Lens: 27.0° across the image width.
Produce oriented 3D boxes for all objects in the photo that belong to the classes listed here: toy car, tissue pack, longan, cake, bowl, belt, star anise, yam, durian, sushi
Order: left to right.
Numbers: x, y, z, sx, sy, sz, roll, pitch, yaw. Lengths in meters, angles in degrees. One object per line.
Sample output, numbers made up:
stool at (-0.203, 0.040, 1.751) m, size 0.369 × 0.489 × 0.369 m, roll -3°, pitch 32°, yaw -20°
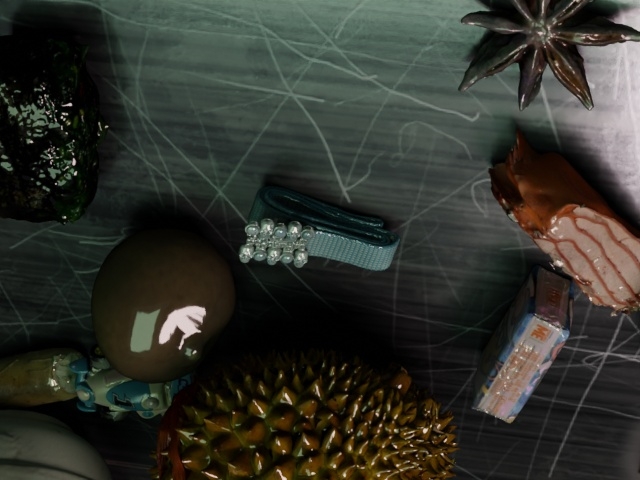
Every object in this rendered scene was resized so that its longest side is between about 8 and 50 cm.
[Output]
yam at (-0.486, 0.200, 1.776) m, size 0.371 × 0.083 × 0.083 m, roll -10°, pitch 118°, yaw 17°
bowl at (-0.409, 0.328, 1.751) m, size 0.307 × 0.163 × 0.307 m, roll -1°, pitch 148°, yaw -1°
sushi at (-0.316, -0.125, 1.519) m, size 0.127 × 0.124 × 0.225 m, roll 5°, pitch 121°, yaw 8°
toy car at (-0.231, 0.185, 1.689) m, size 0.161 × 0.098 × 0.126 m, roll -10°, pitch 119°, yaw -12°
longan at (-0.190, 0.076, 1.594) m, size 0.189 × 0.189 × 0.189 m, roll 4°, pitch 121°, yaw 7°
durian at (-0.032, 0.283, 1.590) m, size 0.347 × 0.347 × 0.384 m, roll 40°, pitch 107°, yaw -14°
belt at (0.001, -0.004, 1.554) m, size 0.179 × 0.100 × 0.065 m, roll 15°, pitch 126°, yaw -2°
tissue pack at (0.240, 0.124, 1.574) m, size 0.065 × 0.115 × 0.155 m, roll 26°, pitch 122°, yaw -3°
star anise at (0.243, -0.218, 1.400) m, size 0.180 × 0.061 × 0.204 m, roll 30°, pitch 118°, yaw -2°
cake at (0.298, 0.001, 1.501) m, size 0.287 × 0.135 × 0.098 m, roll 39°, pitch 106°, yaw -24°
